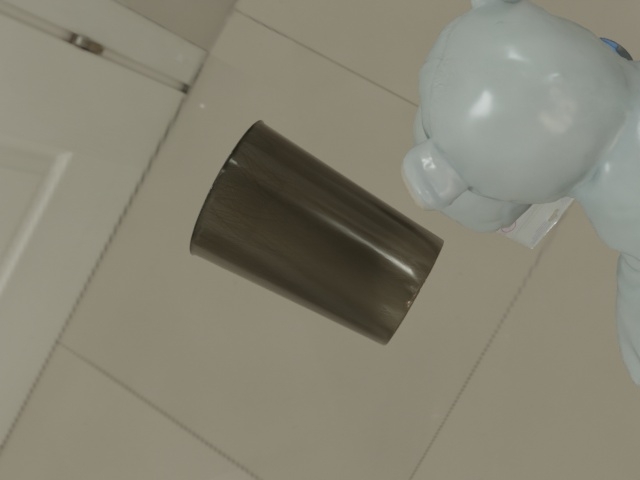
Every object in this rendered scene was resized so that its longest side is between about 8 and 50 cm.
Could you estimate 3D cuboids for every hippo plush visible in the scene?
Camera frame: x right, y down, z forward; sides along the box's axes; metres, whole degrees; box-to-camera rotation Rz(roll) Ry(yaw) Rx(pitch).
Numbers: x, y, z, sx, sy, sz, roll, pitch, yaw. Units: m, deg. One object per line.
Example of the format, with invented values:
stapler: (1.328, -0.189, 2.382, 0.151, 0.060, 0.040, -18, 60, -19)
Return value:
hippo plush: (0.161, -0.027, 0.612, 0.237, 0.294, 0.234, 11, 85, -1)

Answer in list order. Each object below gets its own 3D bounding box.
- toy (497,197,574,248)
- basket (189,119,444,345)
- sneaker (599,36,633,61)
toy: (0.324, -0.065, 1.821, 0.137, 0.056, 0.237, -50, 43, -8)
basket: (0.000, 0.000, 1.123, 0.227, 0.204, 0.154, 29, 74, 3)
sneaker: (0.260, -0.194, 1.200, 0.209, 0.082, 0.069, 38, 142, 54)
